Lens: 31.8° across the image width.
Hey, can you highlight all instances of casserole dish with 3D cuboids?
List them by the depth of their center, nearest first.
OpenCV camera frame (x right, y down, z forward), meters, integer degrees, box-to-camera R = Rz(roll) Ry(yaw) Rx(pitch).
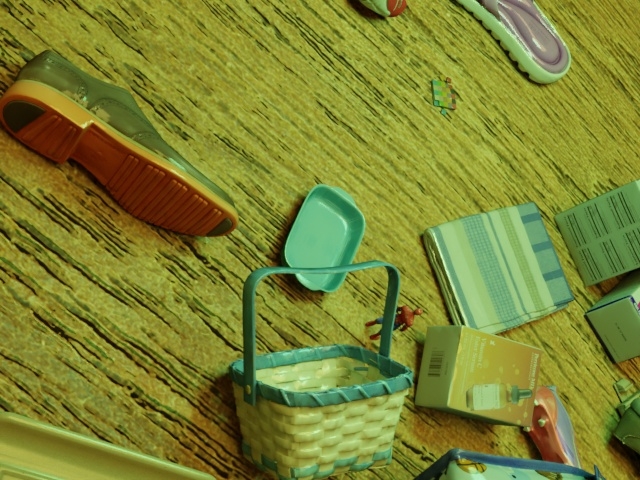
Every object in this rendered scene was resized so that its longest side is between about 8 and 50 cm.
[{"bbox_3d":[0.000,0.000,1.732,0.114,0.037,0.188,37,56,-19],"label":"casserole dish"}]

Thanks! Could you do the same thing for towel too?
[{"bbox_3d":[0.308,0.051,1.932,0.285,0.034,0.209,-14,81,-38],"label":"towel"}]

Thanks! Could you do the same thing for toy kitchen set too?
[{"bbox_3d":[0.576,0.272,2.005,0.083,0.075,0.068,-23,85,-43],"label":"toy kitchen set"}]

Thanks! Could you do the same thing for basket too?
[{"bbox_3d":[-0.004,0.174,1.534,0.254,0.201,0.289,-1,104,-36],"label":"basket"}]

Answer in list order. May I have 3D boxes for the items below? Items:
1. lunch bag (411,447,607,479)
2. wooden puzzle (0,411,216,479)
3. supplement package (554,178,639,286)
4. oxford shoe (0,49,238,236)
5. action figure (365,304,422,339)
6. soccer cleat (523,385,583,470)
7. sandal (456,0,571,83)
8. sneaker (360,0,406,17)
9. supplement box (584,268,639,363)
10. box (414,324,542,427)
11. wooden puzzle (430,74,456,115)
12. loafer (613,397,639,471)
[{"bbox_3d":[0.319,0.491,1.592,0.385,0.239,0.328,16,49,-29],"label":"lunch bag"},{"bbox_3d":[-0.302,0.414,1.333,0.322,0.080,0.348,24,64,-26],"label":"wooden puzzle"},{"bbox_3d":[0.582,-0.033,2.050,0.194,0.203,0.149,-20,85,-38],"label":"supplement package"},{"bbox_3d":[-0.255,-0.135,1.552,0.363,0.130,0.133,35,48,-21],"label":"oxford shoe"},{"bbox_3d":[0.116,0.122,1.714,0.030,0.115,0.038,-4,75,-36],"label":"action figure"},{"bbox_3d":[0.400,0.357,1.849,0.095,0.083,0.248,-12,77,-42],"label":"soccer cleat"},{"bbox_3d":[0.347,-0.483,2.127,0.416,0.102,0.169,44,53,-13],"label":"sandal"},{"bbox_3d":[0.112,-0.518,1.998,0.118,0.107,0.279,28,59,-46],"label":"sneaker"},{"bbox_3d":[0.606,0.117,2.067,0.220,0.114,0.111,-33,92,-41],"label":"supplement box"},{"bbox_3d":[0.250,0.215,1.771,0.170,0.091,0.130,17,77,-29],"label":"box"},{"bbox_3d":[0.221,-0.261,2.011,0.049,0.006,0.083,7,68,-33],"label":"wooden puzzle"},{"bbox_3d":[0.600,0.383,1.986,0.251,0.087,0.094,47,8,-19],"label":"loafer"}]
